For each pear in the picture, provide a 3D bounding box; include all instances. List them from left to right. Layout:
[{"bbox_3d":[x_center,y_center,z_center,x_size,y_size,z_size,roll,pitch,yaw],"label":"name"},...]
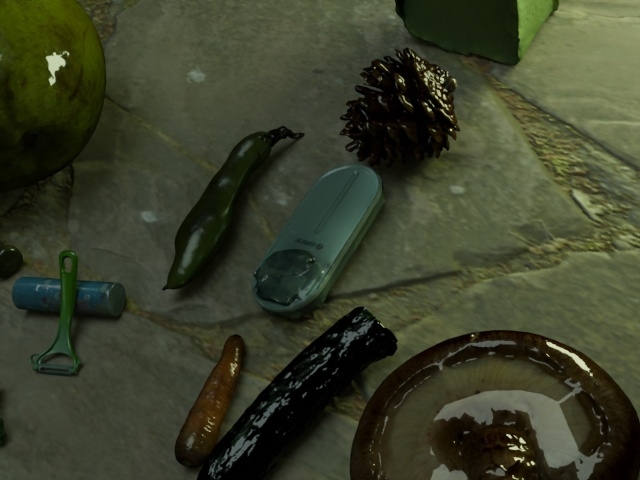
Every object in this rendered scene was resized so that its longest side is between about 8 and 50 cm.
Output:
[{"bbox_3d":[-0.486,-0.250,1.726,0.352,0.352,0.413,-30,50,-5],"label":"pear"}]

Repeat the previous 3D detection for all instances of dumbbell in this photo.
[{"bbox_3d":[-0.481,0.007,1.694,0.052,0.046,0.118,-42,48,-9],"label":"dumbbell"}]

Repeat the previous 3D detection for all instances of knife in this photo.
[{"bbox_3d":[-0.345,0.096,1.538,0.078,0.022,0.166,3,82,18],"label":"knife"}]

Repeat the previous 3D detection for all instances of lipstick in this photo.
[{"bbox_3d":[-0.344,0.076,1.578,0.158,0.048,0.048,2,52,23],"label":"lipstick"}]

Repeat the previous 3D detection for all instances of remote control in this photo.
[{"bbox_3d":[0.000,0.000,1.504,0.104,0.052,0.247,16,59,33],"label":"remote control"}]

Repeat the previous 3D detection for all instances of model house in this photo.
[{"bbox_3d":[0.237,-0.396,1.668,0.214,0.195,0.189,22,54,32],"label":"model house"}]

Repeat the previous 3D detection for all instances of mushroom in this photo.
[{"bbox_3d":[0.178,0.222,1.173,0.297,0.163,0.278,-17,38,7],"label":"mushroom"}]

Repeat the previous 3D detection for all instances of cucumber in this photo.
[{"bbox_3d":[-0.041,0.198,1.336,0.303,0.072,0.081,-42,49,-15],"label":"cucumber"}]

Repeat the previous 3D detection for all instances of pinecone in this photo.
[{"bbox_3d":[0.106,-0.170,1.542,0.173,0.173,0.173,-11,48,13],"label":"pinecone"}]

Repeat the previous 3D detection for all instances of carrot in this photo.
[{"bbox_3d":[-0.129,0.188,1.399,0.047,0.047,0.191,2,51,23],"label":"carrot"}]

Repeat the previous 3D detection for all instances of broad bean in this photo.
[{"bbox_3d":[-0.133,-0.058,1.597,0.075,0.067,0.325,18,61,23],"label":"broad bean"}]

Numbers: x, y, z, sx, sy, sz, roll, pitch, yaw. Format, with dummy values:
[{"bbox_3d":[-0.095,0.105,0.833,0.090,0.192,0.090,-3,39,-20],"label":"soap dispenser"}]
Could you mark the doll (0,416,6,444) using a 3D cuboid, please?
[{"bbox_3d":[-0.454,0.216,1.482,0.078,0.077,0.113,-36,46,1],"label":"doll"}]
